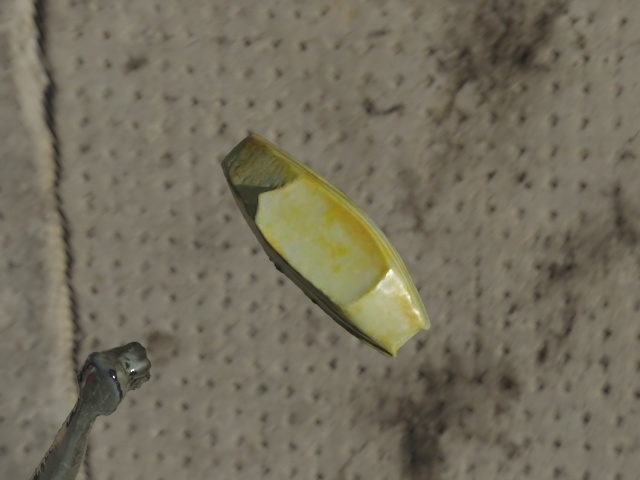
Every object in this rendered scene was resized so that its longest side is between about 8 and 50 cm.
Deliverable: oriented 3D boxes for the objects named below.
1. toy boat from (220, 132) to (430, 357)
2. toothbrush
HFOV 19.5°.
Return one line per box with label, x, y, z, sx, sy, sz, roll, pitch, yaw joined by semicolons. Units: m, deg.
toy boat;0.000;0.000;1.159;0.065;0.066;0.172;-43;76;1
toothbrush;-0.148;0.131;1.063;0.030;0.030;0.297;54;147;13
